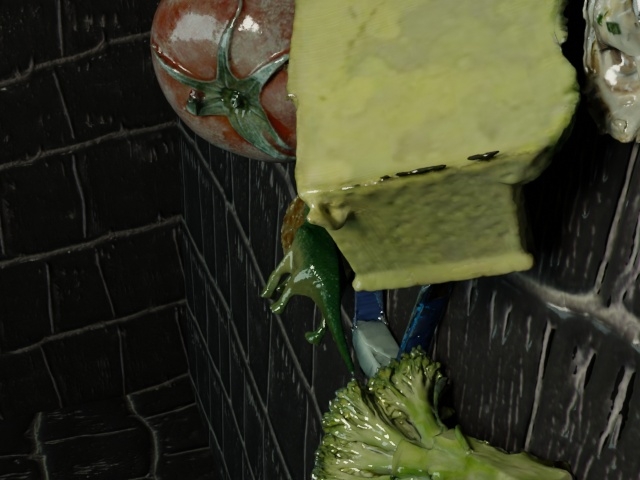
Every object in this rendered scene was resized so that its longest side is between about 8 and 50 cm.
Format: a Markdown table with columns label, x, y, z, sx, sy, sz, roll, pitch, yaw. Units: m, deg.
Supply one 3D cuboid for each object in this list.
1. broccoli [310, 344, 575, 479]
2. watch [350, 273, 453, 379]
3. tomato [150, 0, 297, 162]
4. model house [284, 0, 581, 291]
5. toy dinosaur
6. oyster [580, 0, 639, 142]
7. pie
| label | x | y | z | sx | sy | sz | roll | pitch | yaw |
| --- | --- | --- | --- | --- | --- | --- | --- | --- | --- |
| broccoli | 0.143 | 0.299 | 0.977 | 0.252 | 0.221 | 0.361 | -61 | 26 | 5 |
| watch | 0.087 | 0.058 | 1.198 | 0.276 | 0.068 | 0.274 | -114 | 22 | -43 |
| tomato | -0.080 | -0.262 | 1.172 | 0.316 | 0.317 | 0.282 | 105 | -170 | -52 |
| model house | 0.122 | -0.107 | 0.825 | 0.266 | 0.261 | 0.321 | 63 | -158 | -53 |
| toy dinosaur | 0.021 | -0.009 | 1.302 | 0.300 | 0.087 | 0.447 | -56 | 40 | 12 |
| oyster | 0.241 | -0.154 | 0.642 | 0.108 | 0.053 | 0.165 | -92 | -6 | -68 |
| pie | 0.000 | 0.000 | 1.435 | 0.163 | 0.079 | 0.193 | -53 | 48 | 48 |
